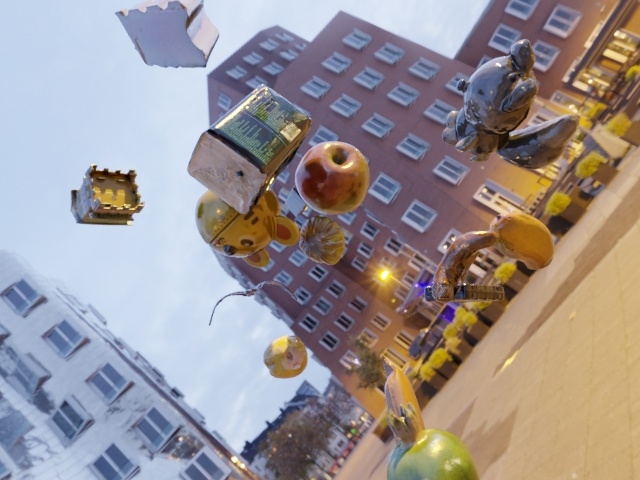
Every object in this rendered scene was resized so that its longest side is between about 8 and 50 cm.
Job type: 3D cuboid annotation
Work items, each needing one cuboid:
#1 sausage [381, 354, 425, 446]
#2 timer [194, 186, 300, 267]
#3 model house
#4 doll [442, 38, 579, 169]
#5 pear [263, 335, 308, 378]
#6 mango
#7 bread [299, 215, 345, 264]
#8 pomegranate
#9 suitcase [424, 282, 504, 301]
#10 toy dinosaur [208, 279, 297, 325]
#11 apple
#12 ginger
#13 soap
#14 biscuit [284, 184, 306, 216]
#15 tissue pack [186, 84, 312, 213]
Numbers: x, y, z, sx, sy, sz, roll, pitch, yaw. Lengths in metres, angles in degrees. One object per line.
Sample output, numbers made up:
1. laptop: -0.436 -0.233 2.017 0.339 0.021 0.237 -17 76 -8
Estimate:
1. sausage: 0.264 0.530 1.400 0.112 0.327 0.112 -9 -32 -6
2. timer: -0.298 -0.068 1.727 0.376 0.387 0.376 -42 10 9
3. model house: -0.859 -0.166 1.746 0.224 0.198 0.215 -2 -28 -48
4. doll: 0.580 -0.390 1.275 0.382 0.380 0.251 116 159 -72
5. pear: -0.140 0.459 1.693 0.178 0.178 0.178 -47 -20 -23
6. mango: 0.820 -0.003 1.737 0.186 0.360 0.144 -56 26 21
7. bread: 0.000 0.000 1.722 0.105 0.213 0.213 -11 -46 -48
8. pomegranate: 0.207 0.440 0.860 0.187 0.225 0.187 -27 -8 -4
9. suitcase: 0.578 0.213 1.732 0.286 0.207 0.065 8 -103 -39
10. toy dinosaur: -0.282 0.239 1.701 0.207 0.112 0.328 -23 -7 41
11. apple: 0.055 -0.266 1.799 0.319 0.319 0.277 -38 -14 -41
12. ginger: 0.491 0.081 1.533 0.309 0.107 0.133 -60 21 5
13. soap: -0.410 -0.526 1.105 0.302 0.258 0.158 -96 -10 -53
14. biscuit: -0.111 -0.209 2.239 0.073 0.107 0.388 -41 2 -12
15. tissue pack: -0.237 -0.330 1.523 0.253 0.264 0.416 -49 9 43
